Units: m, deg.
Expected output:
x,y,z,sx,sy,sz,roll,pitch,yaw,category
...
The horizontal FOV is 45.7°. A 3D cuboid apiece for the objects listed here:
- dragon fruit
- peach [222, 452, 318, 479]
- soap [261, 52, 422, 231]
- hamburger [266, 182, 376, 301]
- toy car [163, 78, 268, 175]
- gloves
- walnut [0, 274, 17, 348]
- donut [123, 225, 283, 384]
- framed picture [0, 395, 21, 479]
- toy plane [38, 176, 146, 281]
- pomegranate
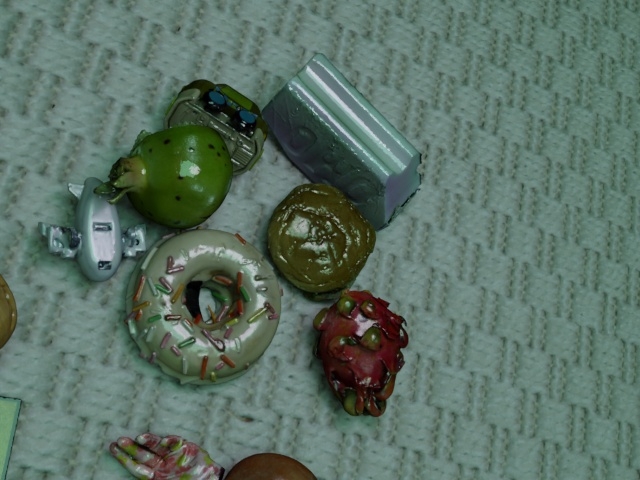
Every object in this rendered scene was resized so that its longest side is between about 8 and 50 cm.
x,y,z,sx,sy,sz,roll,pitch,yaw,category
0.105,0.270,1.842,0.307,0.243,0.227,55,23,3,dragon fruit
-0.119,0.591,1.642,0.252,0.252,0.253,7,72,-23,peach
0.065,-0.237,1.956,0.446,0.261,0.156,43,61,-10,soap
0.002,-0.001,1.930,0.285,0.134,0.265,41,60,-6,hamburger
-0.249,-0.301,1.897,0.247,0.204,0.198,31,40,-14,toy car
-0.338,0.490,1.638,0.241,0.126,0.145,23,86,7,gloves
-0.712,0.137,1.520,0.195,0.195,0.222,-29,87,-29,walnut
-0.262,0.141,1.761,0.382,0.142,0.383,8,71,-22,donut
-0.793,0.419,1.501,0.338,0.014,0.255,13,69,-21,framed picture
-0.508,-0.025,1.715,0.244,0.117,0.245,10,72,-33,toy plane
-0.348,-0.144,1.723,0.340,0.260,0.261,-19,83,-44,pomegranate
